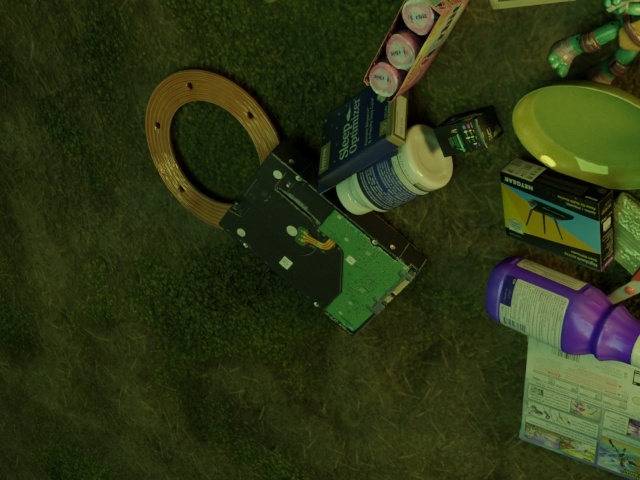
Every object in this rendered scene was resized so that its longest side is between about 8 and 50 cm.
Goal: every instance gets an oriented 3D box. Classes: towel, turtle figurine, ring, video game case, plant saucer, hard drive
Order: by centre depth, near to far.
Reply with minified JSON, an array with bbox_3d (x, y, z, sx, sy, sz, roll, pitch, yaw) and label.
[{"bbox_3d":[0.429,-0.272,1.409,0.175,0.118,0.234,45,146,-12],"label":"turtle figurine"},{"bbox_3d":[0.396,-0.157,1.510,0.241,0.037,0.241,22,158,10],"label":"plant saucer"},{"bbox_3d":[0.488,0.002,1.612,0.148,0.027,0.110,43,134,6],"label":"towel"},{"bbox_3d":[0.478,0.274,1.776,0.270,0.061,0.244,17,126,28],"label":"video game case"},{"bbox_3d":[0.000,0.000,1.931,0.339,0.064,0.237,40,135,0],"label":"hard drive"},{"bbox_3d":[-0.197,-0.171,2.013,0.337,0.032,0.336,20,129,26],"label":"ring"}]

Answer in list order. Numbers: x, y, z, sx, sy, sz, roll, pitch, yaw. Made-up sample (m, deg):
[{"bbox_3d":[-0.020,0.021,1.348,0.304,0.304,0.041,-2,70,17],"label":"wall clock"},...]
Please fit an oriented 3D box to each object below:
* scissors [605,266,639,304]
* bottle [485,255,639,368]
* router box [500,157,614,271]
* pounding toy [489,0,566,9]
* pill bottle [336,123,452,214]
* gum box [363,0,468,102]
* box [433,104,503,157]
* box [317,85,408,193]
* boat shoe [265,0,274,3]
[{"bbox_3d":[0.498,0.075,1.625,0.109,0.021,0.297,33,145,8],"label":"scissors"},{"bbox_3d":[0.402,0.121,1.683,0.283,0.092,0.118,24,127,35],"label":"bottle"},{"bbox_3d":[0.366,-0.041,1.625,0.179,0.046,0.133,24,141,40],"label":"router box"},{"bbox_3d":[0.290,-0.420,1.395,0.181,0.094,0.206,2,136,36],"label":"pounding toy"},{"bbox_3d":[0.118,-0.111,1.756,0.187,0.112,0.112,-25,102,43],"label":"pill bottle"},{"bbox_3d":[0.145,-0.307,1.608,0.062,0.107,0.188,39,135,9],"label":"gum box"},{"bbox_3d":[0.233,-0.172,1.663,0.083,0.062,0.052,-11,110,41],"label":"box"},{"bbox_3d":[0.058,-0.176,1.749,0.036,0.136,0.225,24,145,-30],"label":"box"},{"bbox_3d":[0.017,-0.444,1.616,0.341,0.122,0.110,-1,123,49],"label":"boat shoe"}]
